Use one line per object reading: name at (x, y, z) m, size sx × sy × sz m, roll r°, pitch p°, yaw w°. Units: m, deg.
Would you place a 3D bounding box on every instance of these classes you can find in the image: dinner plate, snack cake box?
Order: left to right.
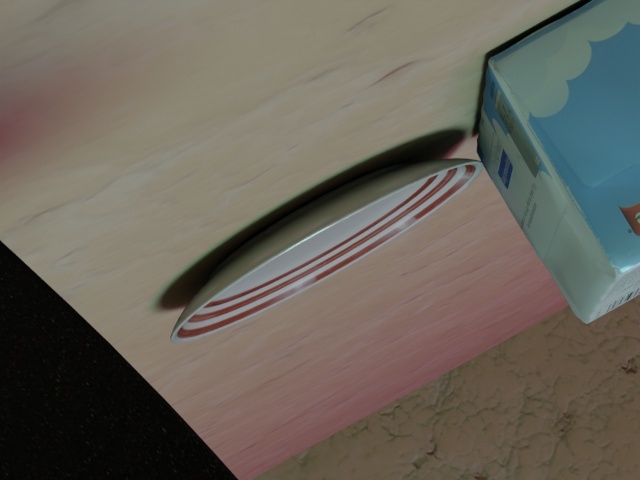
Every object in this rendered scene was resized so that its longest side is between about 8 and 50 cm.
dinner plate at (0.000, 0.000, 0.761) m, size 0.141 × 0.017 × 0.141 m, roll -28°, pitch 171°, yaw -5°
snack cake box at (0.192, -0.077, 0.706) m, size 0.264 × 0.089 × 0.152 m, roll -30°, pitch 170°, yaw -2°

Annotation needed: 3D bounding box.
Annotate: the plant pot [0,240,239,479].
plant pot at (-0.117, 0.087, 0.363) m, size 0.188 × 0.167 × 0.187 m, roll -33°, pitch 171°, yaw 18°
